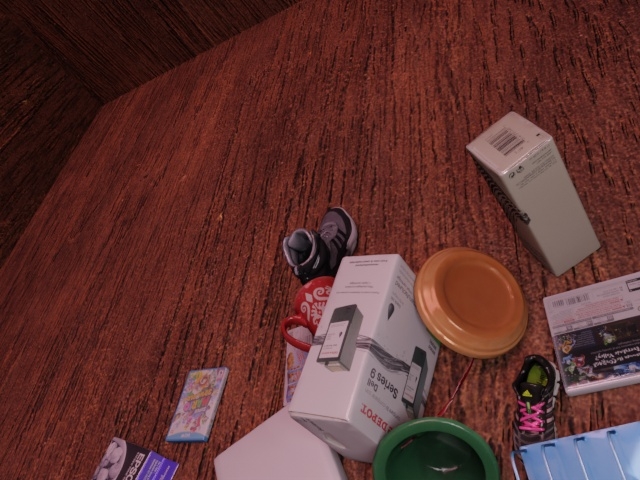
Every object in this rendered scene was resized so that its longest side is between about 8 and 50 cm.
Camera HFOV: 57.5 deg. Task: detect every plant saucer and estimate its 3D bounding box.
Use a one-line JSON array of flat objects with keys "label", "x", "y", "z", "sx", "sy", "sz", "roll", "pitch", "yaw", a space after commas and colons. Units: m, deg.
[{"label": "plant saucer", "x": 0.254, "y": 0.094, "z": 0.962, "sx": 0.037, "sy": 0.200, "sz": 0.200, "roll": 116, "pitch": 173, "yaw": -56}]

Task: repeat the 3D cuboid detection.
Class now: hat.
[{"label": "hat", "x": 0.194, "y": 0.309, "z": 0.910, "sx": 0.208, "sy": 0.173, "sz": 0.183, "roll": -33, "pitch": 3, "yaw": 19}]

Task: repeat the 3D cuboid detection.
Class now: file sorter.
[{"label": "file sorter", "x": 0.337, "y": 0.298, "z": 0.717, "sx": 0.170, "sy": 0.104, "sz": 0.118, "roll": -23, "pitch": 64, "yaw": 24}]

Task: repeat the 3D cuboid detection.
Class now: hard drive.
[{"label": "hard drive", "x": -0.054, "y": 0.460, "z": 0.980, "sx": 0.233, "sy": 0.047, "sz": 0.353, "roll": -37, "pitch": 38, "yaw": 7}]

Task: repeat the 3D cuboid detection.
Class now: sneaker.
[{"label": "sneaker", "x": 0.309, "y": 0.240, "z": 0.850, "sx": 0.063, "sy": 0.075, "sz": 0.170, "roll": -5, "pitch": 51, "yaw": 38}, {"label": "sneaker", "x": 0.000, "y": 0.000, "z": 1.287, "sx": 0.101, "sy": 0.153, "sz": 0.269, "roll": -16, "pitch": 44, "yaw": 29}]

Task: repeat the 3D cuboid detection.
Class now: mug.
[{"label": "mug", "x": 0.017, "y": 0.177, "z": 1.146, "sx": 0.150, "sy": 0.113, "sz": 0.169, "roll": -44, "pitch": 42, "yaw": 5}]

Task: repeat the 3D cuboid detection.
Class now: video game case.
[{"label": "video game case", "x": -0.271, "y": 0.362, "z": 1.289, "sx": 0.119, "sy": 0.015, "sz": 0.166, "roll": -13, "pitch": 46, "yaw": 32}, {"label": "video game case", "x": 0.447, "y": 0.134, "z": 0.875, "sx": 0.190, "sy": 0.022, "sz": 0.173, "roll": -20, "pitch": 42, "yaw": 25}]

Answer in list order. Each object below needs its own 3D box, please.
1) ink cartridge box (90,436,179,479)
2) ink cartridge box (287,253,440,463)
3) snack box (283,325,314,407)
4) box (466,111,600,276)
[{"label": "ink cartridge box", "x": -0.420, "y": 0.538, "z": 1.228, "sx": 0.208, "sy": 0.045, "sz": 0.206, "roll": -1, "pitch": 53, "yaw": 39}, {"label": "ink cartridge box", "x": 0.091, "y": 0.200, "z": 0.970, "sx": 0.121, "sy": 0.211, "sz": 0.289, "roll": -5, "pitch": 52, "yaw": 38}, {"label": "snack box", "x": -0.040, "y": 0.252, "z": 1.187, "sx": 0.064, "sy": 0.022, "sz": 0.178, "roll": -22, "pitch": 42, "yaw": 22}, {"label": "box", "x": 0.350, "y": -0.069, "z": 0.948, "sx": 0.094, "sy": 0.275, "sz": 0.113, "roll": -38, "pitch": 36, "yaw": 7}]
